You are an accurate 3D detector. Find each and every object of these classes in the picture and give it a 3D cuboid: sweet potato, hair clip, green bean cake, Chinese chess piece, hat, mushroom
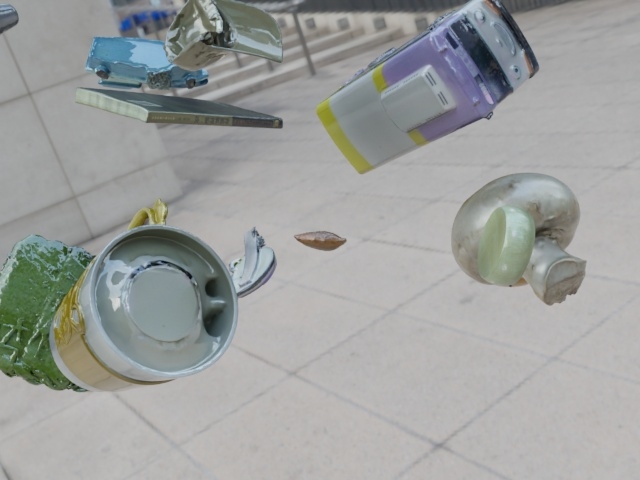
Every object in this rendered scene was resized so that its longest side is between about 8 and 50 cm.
[{"bbox_3d":[0.000,0.000,1.327,0.095,0.034,0.034,7,26,19],"label":"sweet potato"},{"bbox_3d":[-0.132,0.048,1.427,0.116,0.049,0.172,-29,31,26],"label":"hair clip"},{"bbox_3d":[-0.400,0.117,1.190,0.113,0.200,0.214,141,150,-73],"label":"green bean cake"},{"bbox_3d":[0.331,0.010,1.388,0.059,0.144,0.144,13,15,-7],"label":"Chinese chess piece"},{"bbox_3d":[-0.167,-0.338,1.365,0.144,0.173,0.166,-33,40,32],"label":"hat"},{"bbox_3d":[0.438,0.010,1.692,0.298,0.297,0.290,-20,59,-4],"label":"mushroom"}]

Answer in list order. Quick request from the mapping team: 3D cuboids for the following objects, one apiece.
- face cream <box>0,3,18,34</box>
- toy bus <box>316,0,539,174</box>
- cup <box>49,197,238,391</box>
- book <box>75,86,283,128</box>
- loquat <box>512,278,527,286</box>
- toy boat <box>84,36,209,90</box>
[{"bbox_3d":[-0.423,-0.167,0.720,0.092,0.092,0.311,0,26,47],"label":"face cream"},{"bbox_3d":[0.210,-0.319,1.652,0.249,0.209,0.440,-42,13,-34],"label":"toy bus"},{"bbox_3d":[-0.231,0.074,0.981,0.185,0.241,0.226,16,-29,-32],"label":"cup"},{"bbox_3d":[-0.184,-0.173,1.036,0.160,0.024,0.228,20,16,39],"label":"book"},{"bbox_3d":[0.502,-0.006,2.077,0.263,0.263,0.263,-17,17,5],"label":"loquat"},{"bbox_3d":[-0.342,-0.340,1.554,0.238,0.098,0.109,6,59,-4],"label":"toy boat"}]
